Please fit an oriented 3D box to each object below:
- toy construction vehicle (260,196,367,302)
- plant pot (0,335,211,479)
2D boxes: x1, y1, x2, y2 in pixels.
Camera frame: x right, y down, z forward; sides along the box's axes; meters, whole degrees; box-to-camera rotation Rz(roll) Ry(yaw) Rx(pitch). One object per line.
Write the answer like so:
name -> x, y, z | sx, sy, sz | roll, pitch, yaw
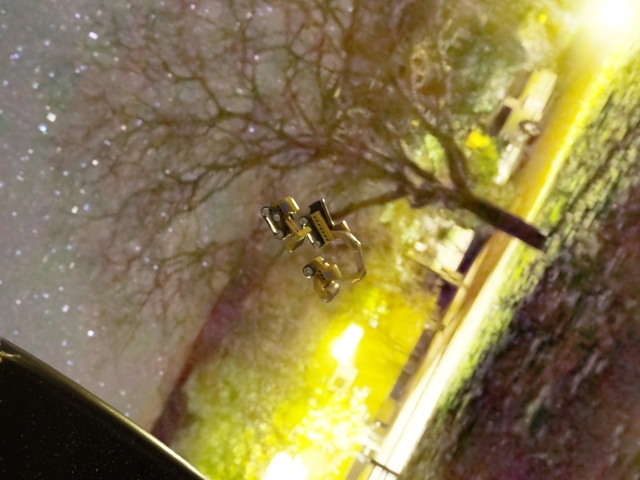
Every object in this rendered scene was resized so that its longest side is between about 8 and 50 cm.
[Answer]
toy construction vehicle -> 0.000, 0.000, 0.762 | 0.035, 0.098, 0.086 | -32, -2, 22
plant pot -> -0.104, 0.177, 0.334 | 0.188, 0.167, 0.187 | -41, 29, 48
